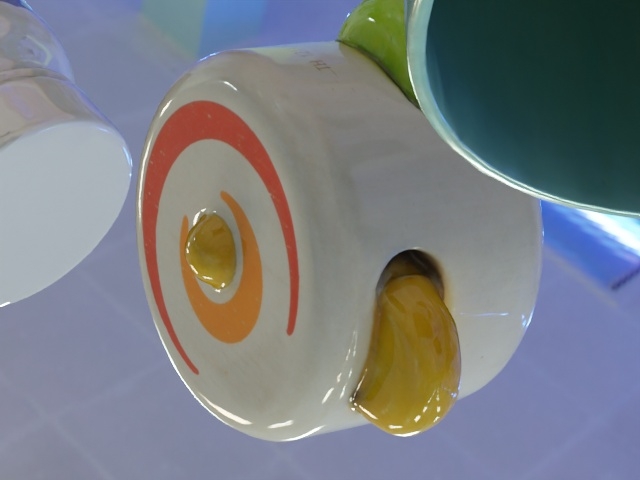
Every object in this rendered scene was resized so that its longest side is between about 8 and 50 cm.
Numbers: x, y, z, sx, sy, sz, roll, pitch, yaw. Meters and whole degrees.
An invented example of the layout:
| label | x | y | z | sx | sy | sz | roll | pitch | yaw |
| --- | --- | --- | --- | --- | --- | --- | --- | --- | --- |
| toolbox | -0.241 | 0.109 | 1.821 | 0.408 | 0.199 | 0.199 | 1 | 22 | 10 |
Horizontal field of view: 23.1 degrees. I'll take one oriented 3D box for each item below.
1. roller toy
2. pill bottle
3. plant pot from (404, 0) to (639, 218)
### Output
| label | x | y | z | sx | sy | sz | roll | pitch | yaw |
| --- | --- | --- | --- | --- | --- | --- | --- | --- | --- |
| roller toy | 0.000 | 0.000 | 0.773 | 0.146 | 0.191 | 0.209 | -9 | -100 | -34 |
| pill bottle | -0.310 | -0.127 | 1.147 | 0.204 | 0.204 | 0.361 | -24 | -123 | -34 |
| plant pot | 0.151 | -0.171 | 0.433 | 0.293 | 0.293 | 0.235 | -1 | -115 | -16 |
